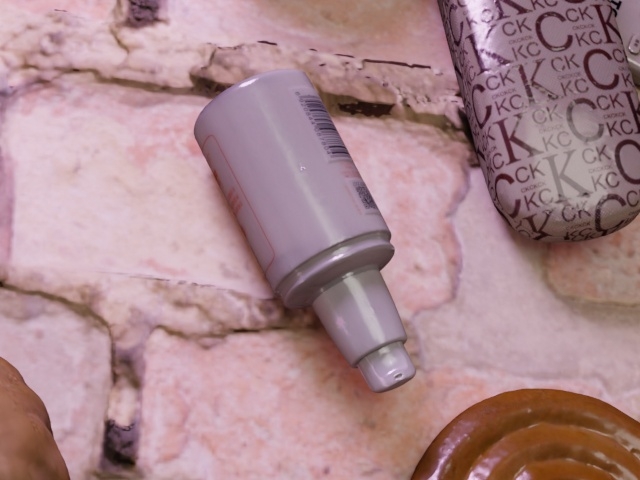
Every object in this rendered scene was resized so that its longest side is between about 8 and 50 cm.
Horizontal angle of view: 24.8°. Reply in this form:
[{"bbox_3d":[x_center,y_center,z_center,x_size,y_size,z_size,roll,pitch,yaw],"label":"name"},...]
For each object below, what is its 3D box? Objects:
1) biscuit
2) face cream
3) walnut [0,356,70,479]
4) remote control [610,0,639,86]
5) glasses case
[{"bbox_3d":[0.182,0.229,1.066,0.261,0.037,0.262,8,62,-15],"label":"biscuit"},{"bbox_3d":[0.000,0.000,1.084,0.101,0.101,0.252,-20,73,-25],"label":"face cream"},{"bbox_3d":[-0.285,0.149,0.827,0.296,0.285,0.285,25,60,-12],"label":"walnut"},{"bbox_3d":[0.312,-0.169,1.308,0.190,0.029,0.087,29,59,-2],"label":"remote control"},{"bbox_3d":[0.181,-0.165,1.225,0.137,0.085,0.355,-8,68,-8],"label":"glasses case"}]
